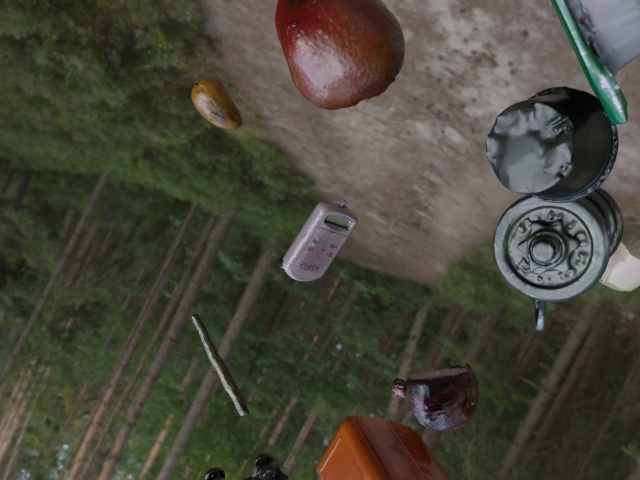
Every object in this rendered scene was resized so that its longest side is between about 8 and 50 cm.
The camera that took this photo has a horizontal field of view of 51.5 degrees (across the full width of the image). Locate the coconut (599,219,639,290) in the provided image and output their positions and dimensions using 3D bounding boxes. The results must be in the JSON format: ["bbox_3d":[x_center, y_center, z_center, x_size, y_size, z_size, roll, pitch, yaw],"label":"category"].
[{"bbox_3d":[0.695,0.027,1.495,0.147,0.153,0.147,16,-135,-17],"label":"coconut"}]

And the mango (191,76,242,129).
[{"bbox_3d":[-0.267,-0.337,1.677,0.105,0.084,0.159,4,138,34],"label":"mango"}]

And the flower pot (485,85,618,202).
[{"bbox_3d":[0.292,-0.122,0.867,0.157,0.158,0.106,27,-154,35],"label":"flower pot"}]

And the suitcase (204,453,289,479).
[{"bbox_3d":[-0.067,0.459,0.873,0.128,0.312,0.202,-13,-151,-10],"label":"suitcase"}]

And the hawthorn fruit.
[{"bbox_3d":[0.037,-0.447,1.484,0.311,0.295,0.295,47,178,-7],"label":"hawthorn fruit"}]

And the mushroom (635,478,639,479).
[{"bbox_3d":[0.398,0.479,0.954,0.126,0.397,0.177,28,-176,-13],"label":"mushroom"}]

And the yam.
[{"bbox_3d":[-0.209,0.256,1.361,0.234,0.029,0.027,63,-153,-3],"label":"yam"}]

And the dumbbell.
[{"bbox_3d":[0.424,-0.009,1.158,0.179,0.179,0.406,27,-161,23],"label":"dumbbell"}]

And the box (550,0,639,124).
[{"bbox_3d":[0.361,-0.337,0.854,0.264,0.106,0.337,55,-147,-21],"label":"box"}]

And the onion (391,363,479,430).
[{"bbox_3d":[0.263,0.371,1.575,0.218,0.140,0.195,-11,-177,35],"label":"onion"}]

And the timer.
[{"bbox_3d":[0.162,0.487,1.341,0.249,0.161,0.257,15,-162,-27],"label":"timer"}]

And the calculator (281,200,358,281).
[{"bbox_3d":[0.000,0.000,1.205,0.100,0.175,0.032,16,-156,-44],"label":"calculator"}]

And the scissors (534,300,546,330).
[{"bbox_3d":[0.561,0.017,1.659,0.029,0.384,0.256,4,-143,13],"label":"scissors"}]
